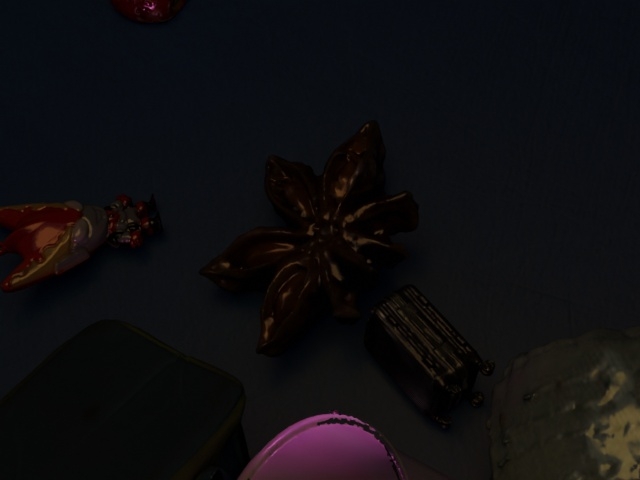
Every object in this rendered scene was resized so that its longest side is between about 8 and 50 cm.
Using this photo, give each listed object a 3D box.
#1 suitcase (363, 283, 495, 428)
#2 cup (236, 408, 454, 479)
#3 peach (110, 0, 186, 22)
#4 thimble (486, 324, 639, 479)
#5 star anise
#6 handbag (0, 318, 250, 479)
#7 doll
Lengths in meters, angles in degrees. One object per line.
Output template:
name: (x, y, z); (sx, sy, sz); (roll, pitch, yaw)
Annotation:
suitcase: (0.098, 0.107, 1.834); (0.059, 0.086, 0.126); (-32, 66, -24)
cup: (0.075, 0.296, 1.562); (0.253, 0.274, 0.253); (-30, 48, 39)
peach: (-0.185, -0.271, 2.054); (0.083, 0.050, 0.077); (25, 70, 20)
thimble: (0.272, 0.169, 1.719); (0.250, 0.205, 0.171); (1, 66, 0)
star anise: (-0.006, 0.005, 1.888); (0.220, 0.099, 0.214); (-30, 48, 9)
handbag: (-0.175, 0.238, 1.684); (0.222, 0.241, 0.263); (20, 47, 25)
doll: (-0.244, -0.007, 1.941); (0.169, 0.057, 0.109); (-10, 50, -13)
